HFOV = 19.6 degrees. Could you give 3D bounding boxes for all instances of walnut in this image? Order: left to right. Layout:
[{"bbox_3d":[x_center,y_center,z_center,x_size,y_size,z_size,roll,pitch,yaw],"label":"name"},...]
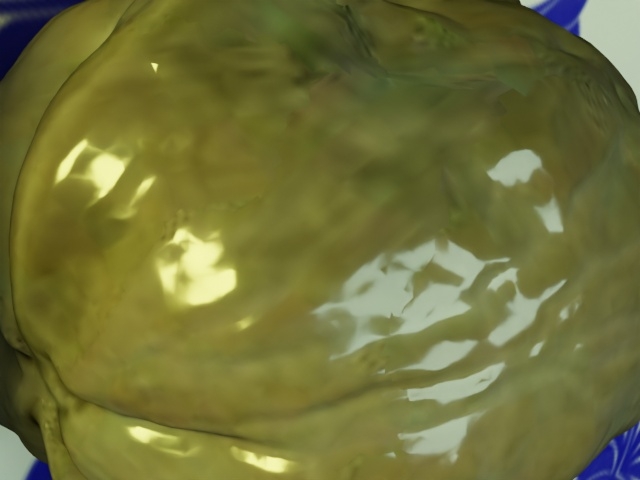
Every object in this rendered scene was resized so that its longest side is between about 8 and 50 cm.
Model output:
[{"bbox_3d":[0.000,0.000,0.566,0.224,0.224,0.224,-32,133,-42],"label":"walnut"}]
